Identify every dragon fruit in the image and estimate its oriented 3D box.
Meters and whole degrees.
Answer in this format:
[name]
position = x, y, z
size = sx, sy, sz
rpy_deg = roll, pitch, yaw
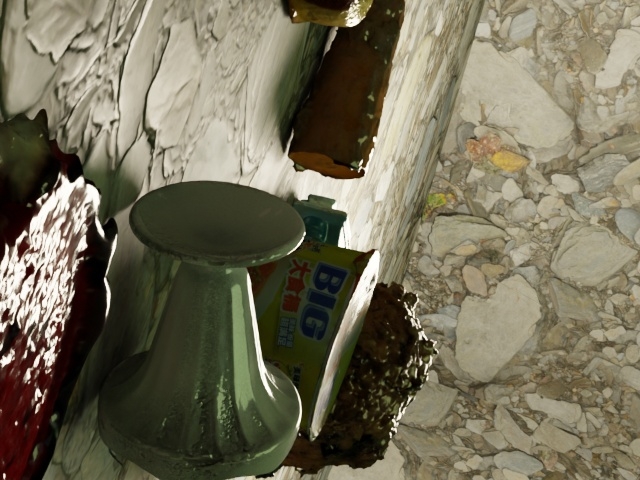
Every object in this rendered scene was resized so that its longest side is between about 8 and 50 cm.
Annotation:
[dragon fruit]
position = -0.183, 0.100, 0.532
size = 0.282, 0.100, 0.343
rpy_deg = -59, 168, -60

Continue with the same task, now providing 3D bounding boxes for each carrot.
[carrot]
position = 0.046, -0.195, 1.327
size = 0.102, 0.102, 0.263
rpy_deg = 67, 41, -77

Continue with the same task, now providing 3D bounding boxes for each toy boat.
[toy boat]
position = 0.000, 0.000, 1.474
size = 0.215, 0.088, 0.102
rpy_deg = 90, 17, -61

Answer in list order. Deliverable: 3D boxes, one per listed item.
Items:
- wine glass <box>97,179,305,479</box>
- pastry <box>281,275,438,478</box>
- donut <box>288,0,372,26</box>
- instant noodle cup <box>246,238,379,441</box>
[wine glass]
position = -0.087, 0.066, 0.902
size = 0.165, 0.165, 0.196
rpy_deg = -54, 154, -62
[pastry]
position = 0.021, 0.167, 1.401
size = 0.275, 0.193, 0.275
rpy_deg = -41, -173, 6
[donut]
position = 0.030, -0.284, 1.109
size = 0.166, 0.073, 0.184
rpy_deg = 101, 13, -57
[instant noodle cup]
position = -0.041, 0.079, 1.190
size = 0.205, 0.153, 0.205
rpy_deg = 20, 90, -79
